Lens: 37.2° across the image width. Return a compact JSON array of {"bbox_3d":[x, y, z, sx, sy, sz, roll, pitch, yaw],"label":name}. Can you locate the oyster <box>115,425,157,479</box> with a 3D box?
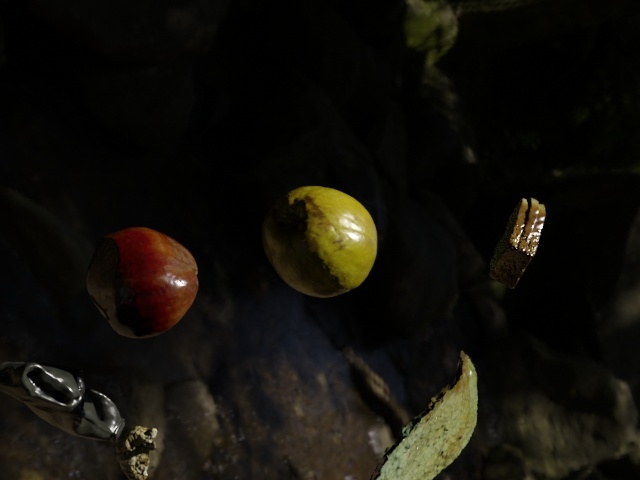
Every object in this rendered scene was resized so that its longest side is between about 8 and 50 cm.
[{"bbox_3d":[-0.254,0.299,1.309,0.038,0.081,0.083,-8,88,-55],"label":"oyster"}]

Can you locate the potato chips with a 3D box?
[{"bbox_3d":[0.076,0.161,0.720,0.209,0.026,0.142,-55,152,-29],"label":"potato chips"}]

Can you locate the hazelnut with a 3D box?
[{"bbox_3d":[-0.296,0.070,1.563,0.161,0.170,0.201,22,32,-55],"label":"hazelnut"}]

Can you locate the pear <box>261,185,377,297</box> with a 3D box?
[{"bbox_3d":[0.000,0.000,1.272,0.162,0.149,0.148,28,45,-48],"label":"pear"}]

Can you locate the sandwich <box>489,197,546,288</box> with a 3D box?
[{"bbox_3d":[0.240,0.002,1.161,0.036,0.093,0.104,23,55,3],"label":"sandwich"}]

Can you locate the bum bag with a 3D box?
[{"bbox_3d":[-0.358,0.220,1.328,0.326,0.142,0.079,89,24,-70],"label":"bum bag"}]
